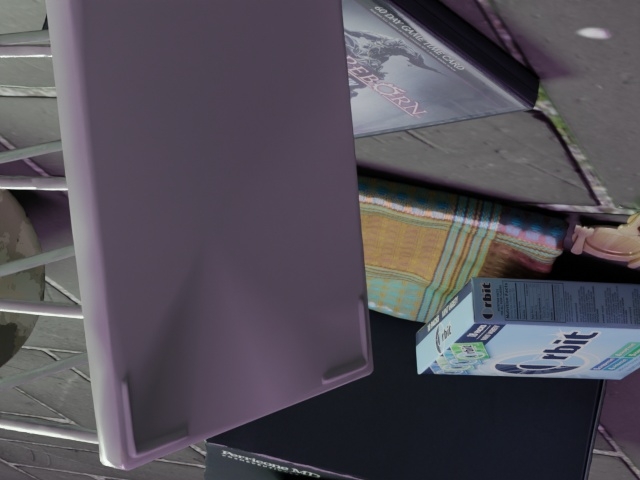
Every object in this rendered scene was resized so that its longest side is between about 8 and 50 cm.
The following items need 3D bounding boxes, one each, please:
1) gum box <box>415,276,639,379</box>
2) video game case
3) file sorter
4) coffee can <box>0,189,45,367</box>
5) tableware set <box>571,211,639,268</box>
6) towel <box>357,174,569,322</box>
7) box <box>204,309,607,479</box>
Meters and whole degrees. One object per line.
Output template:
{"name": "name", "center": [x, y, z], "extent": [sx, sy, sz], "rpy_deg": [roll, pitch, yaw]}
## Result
{"name": "gum box", "center": [0.188, 0.075, 1.424], "extent": [0.184, 0.041, 0.157], "rpy_deg": [3, 161, -13]}
{"name": "video game case", "center": [-0.024, -0.119, 1.133], "extent": [0.274, 0.026, 0.196], "rpy_deg": [-5, 153, 45]}
{"name": "file sorter", "center": [-0.107, -0.047, 0.936], "extent": [0.173, 0.278, 0.193], "rpy_deg": [4, -166, 40]}
{"name": "coffee can", "center": [-0.395, 0.049, 1.588], "extent": [0.201, 0.202, 0.275], "rpy_deg": [23, 158, -25]}
{"name": "tableware set", "center": [0.273, 0.010, 1.291], "extent": [0.168, 0.020, 0.141], "rpy_deg": [18, 160, -9]}
{"name": "towel", "center": [0.000, 0.000, 1.425], "extent": [0.370, 0.040, 0.271], "rpy_deg": [13, 161, 3]}
{"name": "box", "center": [0.069, 0.186, 1.681], "extent": [0.343, 0.179, 0.312], "rpy_deg": [14, 161, -1]}
